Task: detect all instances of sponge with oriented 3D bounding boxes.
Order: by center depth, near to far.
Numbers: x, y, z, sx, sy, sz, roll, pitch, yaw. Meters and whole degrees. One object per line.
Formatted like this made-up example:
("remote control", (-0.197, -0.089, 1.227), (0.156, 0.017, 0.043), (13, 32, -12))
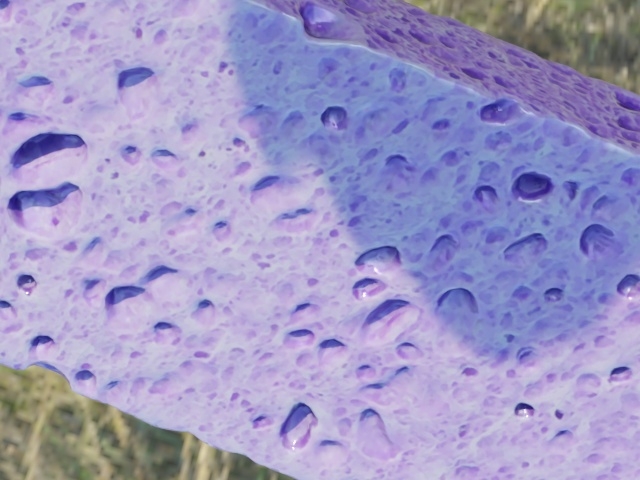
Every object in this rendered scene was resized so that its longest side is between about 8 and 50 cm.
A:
("sponge", (0.000, 0.000, 0.436), (0.210, 0.031, 0.117), (21, 123, -7))
